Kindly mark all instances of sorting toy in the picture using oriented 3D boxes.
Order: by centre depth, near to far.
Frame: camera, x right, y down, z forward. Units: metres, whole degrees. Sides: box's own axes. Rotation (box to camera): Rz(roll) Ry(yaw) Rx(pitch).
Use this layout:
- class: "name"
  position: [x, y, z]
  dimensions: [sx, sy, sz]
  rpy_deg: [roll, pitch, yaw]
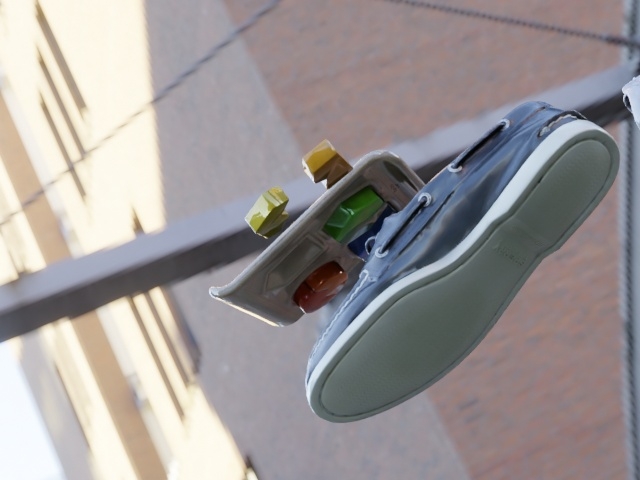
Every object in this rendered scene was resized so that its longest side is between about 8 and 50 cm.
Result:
- class: "sorting toy"
  position: [0.000, 0.000, 1.511]
  dimensions: [0.229, 0.041, 0.307]
  rpy_deg: [-39, -19, 5]

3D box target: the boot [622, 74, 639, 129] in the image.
- class: "boot"
  position: [0.382, -0.190, 1.665]
  dimensions: [0.123, 0.095, 0.258]
  rpy_deg: [-35, 12, 20]

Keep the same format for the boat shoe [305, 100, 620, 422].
- class: "boat shoe"
  position: [0.101, 0.009, 1.313]
  dimensions: [0.340, 0.113, 0.127]
  rpy_deg: [-49, -46, 8]
